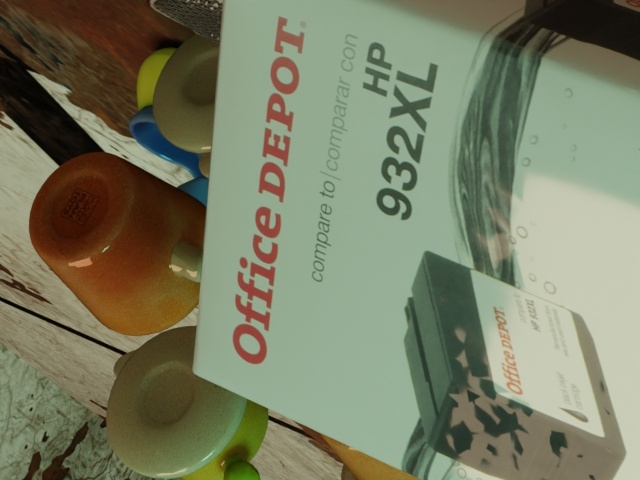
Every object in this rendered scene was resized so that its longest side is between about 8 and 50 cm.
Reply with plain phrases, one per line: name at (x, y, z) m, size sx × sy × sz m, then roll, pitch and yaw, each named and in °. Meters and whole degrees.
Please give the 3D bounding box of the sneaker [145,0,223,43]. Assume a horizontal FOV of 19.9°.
sneaker at (0.035, -0.064, 0.936) m, size 0.299 × 0.112 × 0.121 m, roll 32°, pitch 166°, yaw -13°

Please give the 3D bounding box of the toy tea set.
toy tea set at (-0.035, 0.042, 1.032) m, size 0.124 × 0.200 × 0.336 m, roll 43°, pitch -165°, yaw -52°

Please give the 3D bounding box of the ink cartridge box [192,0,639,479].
ink cartridge box at (0.109, 0.001, 0.770) m, size 0.307 × 0.129 × 0.223 m, roll 23°, pitch 126°, yaw 22°

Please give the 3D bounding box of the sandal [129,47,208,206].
sandal at (0.000, 0.000, 1.186) m, size 0.317 × 0.138 × 0.126 m, roll 24°, pitch 163°, yaw 12°
